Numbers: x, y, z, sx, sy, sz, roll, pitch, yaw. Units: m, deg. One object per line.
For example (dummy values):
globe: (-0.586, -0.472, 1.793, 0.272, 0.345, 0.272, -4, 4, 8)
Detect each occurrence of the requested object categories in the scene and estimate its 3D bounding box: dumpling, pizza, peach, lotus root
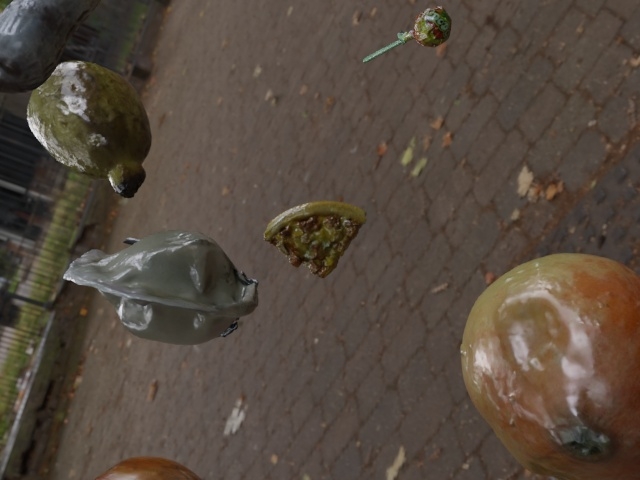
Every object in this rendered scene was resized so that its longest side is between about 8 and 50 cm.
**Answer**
dumpling: (-0.224, 0.079, 1.103, 0.204, 0.293, 0.163, -42, -42, -46)
pizza: (0.000, 0.000, 1.304, 0.046, 0.175, 0.134, -118, 9, -70)
peach: (0.222, 0.119, 0.676, 0.232, 0.232, 0.232, -54, 24, 38)
lotus root: (-0.282, -0.143, 1.004, 0.214, 0.138, 0.138, 46, 122, 24)

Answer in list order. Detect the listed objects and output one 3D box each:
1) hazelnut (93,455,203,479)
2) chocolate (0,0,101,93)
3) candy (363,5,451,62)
hazelnut: (-0.143, 0.261, 0.662, 0.150, 0.150, 0.150, -54, 24, 38)
chocolate: (-0.274, -0.215, 0.777, 0.167, 0.072, 0.072, -59, 18, -6)
candy: (0.131, -0.317, 1.267, 0.201, 0.060, 0.060, -11, 59, 54)
